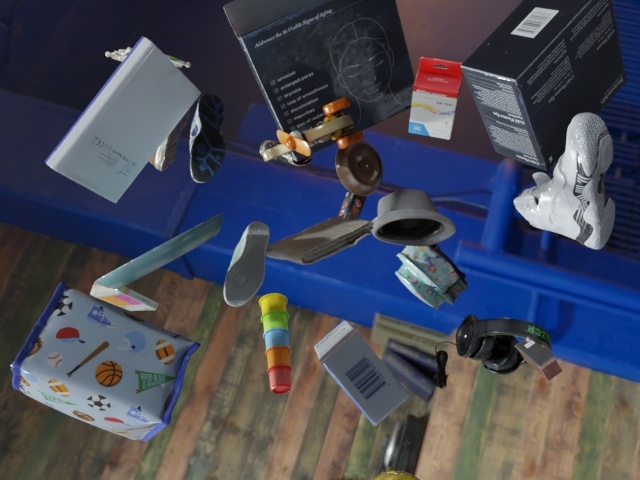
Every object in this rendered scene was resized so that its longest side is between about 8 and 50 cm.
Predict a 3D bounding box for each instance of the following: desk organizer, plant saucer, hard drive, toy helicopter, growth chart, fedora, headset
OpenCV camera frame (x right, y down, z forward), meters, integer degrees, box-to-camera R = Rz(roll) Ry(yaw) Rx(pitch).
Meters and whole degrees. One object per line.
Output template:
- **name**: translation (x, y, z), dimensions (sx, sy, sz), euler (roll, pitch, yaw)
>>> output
- **desk organizer**: translation (0.543, 0.293, 1.543), dimensions (0.047, 0.050, 0.130), euler (-36, 16, 1)
- **plant saucer**: translation (0.140, -0.249, 2.057), dimensions (0.036, 0.198, 0.199), euler (-16, 49, 54)
- **hard drive**: translation (-0.410, -0.247, 1.322), dimensions (0.319, 0.040, 0.210), euler (-53, -24, -2)
- **toy helicopter**: translation (-0.057, -0.303, 1.900), dimensions (0.235, 0.355, 0.140), euler (-35, -76, -48)
- **growth chart**: translation (-0.524, -0.541, 1.847), dimensions (0.172, 0.237, 0.021), euler (12, -91, -47)
- **fedora**: translation (0.283, -0.081, 1.951), dimensions (0.243, 0.275, 0.124), euler (140, 132, -56)
- **headset**: translation (0.503, 0.345, 1.877), dimensions (0.394, 0.243, 0.185), euler (-23, 46, 48)
- **plant saucer**: translation (-0.353, 0.030, 1.402), dimensions (0.044, 0.317, 0.317), euler (62, -162, -6)

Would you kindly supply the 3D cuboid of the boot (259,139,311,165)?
- **boot**: translation (-0.079, -0.316, 2.247), dimensions (0.236, 0.178, 0.085), euler (-8, -68, -44)

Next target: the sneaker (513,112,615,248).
- **sneaker**: translation (0.570, -0.141, 1.472), dimensions (0.137, 0.210, 0.366), euler (-47, -48, -27)

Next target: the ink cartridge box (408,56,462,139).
- **ink cartridge box**: translation (0.342, -0.421, 1.844), dimensions (0.231, 0.134, 0.078), euler (86, -161, -51)

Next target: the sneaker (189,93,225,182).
- **sneaker**: translation (-0.266, -0.233, 1.450), dimensions (0.081, 0.080, 0.211), euler (154, 125, -65)

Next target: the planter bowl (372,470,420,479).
- **planter bowl**: translation (0.256, 0.778, 1.878), dimensions (0.217, 0.217, 0.090), euler (-63, -10, -50)

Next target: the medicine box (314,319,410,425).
- **medicine box**: translation (0.125, 0.416, 1.996), dimensions (0.149, 0.263, 0.289), euler (-40, 3, -4)

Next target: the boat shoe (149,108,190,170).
- **boat shoe**: translation (-0.537, -0.379, 2.100), dimensions (0.324, 0.116, 0.123), euler (-58, -4, 39)

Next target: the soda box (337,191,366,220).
- **soda box**: translation (0.105, -0.102, 2.175), dimensions (0.053, 0.060, 0.169), euler (-23, 34, 44)

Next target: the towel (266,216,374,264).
- **towel**: translation (0.000, 0.000, 1.727), dimensions (0.282, 0.187, 0.049), euler (-24, -71, -35)

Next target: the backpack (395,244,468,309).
- **backpack**: translation (0.381, 0.108, 2.182), dimensions (0.191, 0.225, 0.253), euler (-44, -38, -2)

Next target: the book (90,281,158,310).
- **book**: translation (-0.504, 0.149, 1.598), dimensions (0.144, 0.096, 0.035), euler (43, -130, -52)

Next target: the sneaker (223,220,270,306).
- **sneaker**: translation (-0.203, 0.088, 1.655), dimensions (0.151, 0.094, 0.256), euler (124, 165, -53)

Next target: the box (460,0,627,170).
- **box**: translation (0.563, -0.414, 1.540), dimensions (0.343, 0.179, 0.312), euler (-46, -48, -8)

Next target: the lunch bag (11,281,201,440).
- **lunch bag**: translation (-0.481, 0.292, 1.373), dimensions (0.385, 0.327, 0.239), euler (-49, 17, 53)

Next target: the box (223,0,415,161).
- **box**: translation (0.015, -0.597, 1.994), dimensions (0.297, 0.479, 0.472), euler (-115, 0, -46)

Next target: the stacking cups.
- **stacking cups**: translation (-0.136, 0.316, 1.925), dimensions (0.096, 0.096, 0.316), euler (94, 170, -49)
